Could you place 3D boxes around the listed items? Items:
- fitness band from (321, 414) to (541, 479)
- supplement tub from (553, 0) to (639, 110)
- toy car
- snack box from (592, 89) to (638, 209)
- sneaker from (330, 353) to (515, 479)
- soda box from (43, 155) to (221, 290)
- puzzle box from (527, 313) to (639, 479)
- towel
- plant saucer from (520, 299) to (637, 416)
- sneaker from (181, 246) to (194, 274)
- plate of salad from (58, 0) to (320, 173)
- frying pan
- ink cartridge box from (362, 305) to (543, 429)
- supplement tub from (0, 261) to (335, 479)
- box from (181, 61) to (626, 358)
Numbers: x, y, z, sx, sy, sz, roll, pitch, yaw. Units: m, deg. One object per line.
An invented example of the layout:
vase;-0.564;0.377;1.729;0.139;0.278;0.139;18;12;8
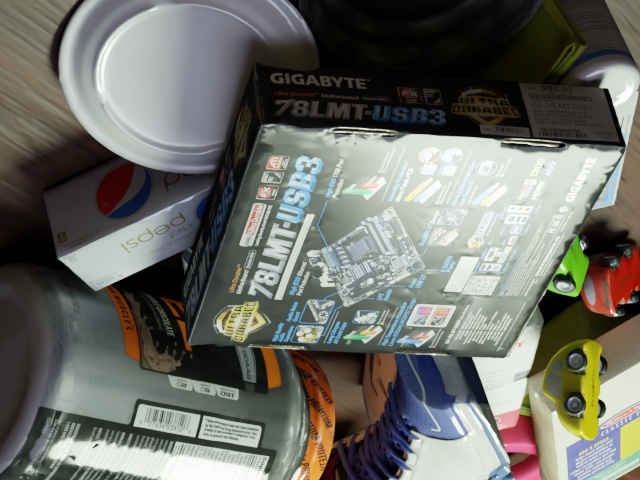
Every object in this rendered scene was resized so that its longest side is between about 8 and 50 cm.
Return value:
fitness band;0.145;0.277;2.023;0.291;0.054;0.209;-11;146;0
supplement tub;0.208;-0.157;1.372;0.071;0.107;0.071;-12;147;-8
toy car;0.242;0.047;1.656;0.053;0.239;0.225;-1;138;31
snack box;0.252;-0.084;1.581;0.064;0.022;0.178;-13;147;-8
sneaker;0.089;0.212;1.678;0.182;0.127;0.315;-21;148;3
soda box;-0.118;-0.042;1.416;0.216;0.074;0.069;-24;147;9
puzzle box;0.418;0.129;1.870;0.409;0.052;0.272;-28;149;-7
towel;0.122;-0.118;1.395;0.021;0.102;0.237;-8;148;-41
plant saucer;0.291;0.152;1.927;0.188;0.045;0.188;17;134;-42
sneaker;0.000;0.000;1.516;0.258;0.094;0.091;-17;152;0
plate of salad;-0.100;-0.135;1.305;0.200;0.048;0.199;0;130;-1
frying pan;0.027;-0.217;1.249;0.326;0.053;0.197;18;132;-33
ink cartridge box;0.132;0.122;1.764;0.159;0.092;0.218;-11;148;-10
supplement tub;-0.163;0.150;1.551;0.338;0.207;0.207;16;134;-40
box;0.057;-0.014;1.375;0.293;0.073;0.295;4;141;-14
